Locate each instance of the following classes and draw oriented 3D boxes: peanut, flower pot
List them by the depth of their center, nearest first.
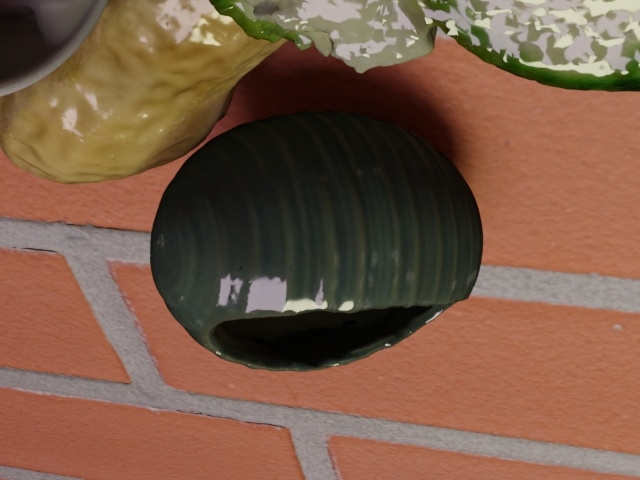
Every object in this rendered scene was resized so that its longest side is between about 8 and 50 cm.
[{"bbox_3d":[-0.102,-0.134,0.643,0.149,0.149,0.313,35,135,-22],"label":"peanut"},{"bbox_3d":[0.000,0.000,0.711,0.243,0.157,0.189,3,150,-34],"label":"flower pot"}]

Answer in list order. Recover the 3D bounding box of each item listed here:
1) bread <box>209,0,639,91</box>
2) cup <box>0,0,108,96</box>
[{"bbox_3d":[0.106,-0.203,0.410,0.366,0.129,0.382,40,123,-21],"label":"bread"},{"bbox_3d":[-0.290,-0.194,0.545,0.317,0.212,0.212,11,145,33],"label":"cup"}]
